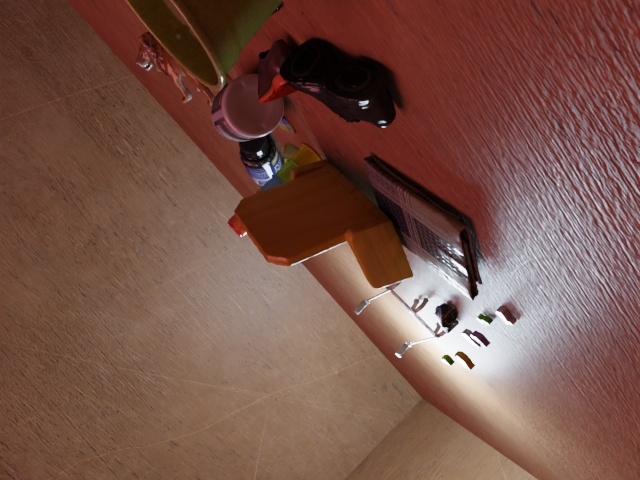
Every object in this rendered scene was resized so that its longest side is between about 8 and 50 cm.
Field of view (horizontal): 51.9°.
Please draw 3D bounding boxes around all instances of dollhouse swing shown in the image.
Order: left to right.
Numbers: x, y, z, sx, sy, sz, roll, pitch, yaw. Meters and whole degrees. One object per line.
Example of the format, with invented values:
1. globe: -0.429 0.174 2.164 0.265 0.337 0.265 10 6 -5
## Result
1. dollhouse swing: 0.000 0.000 1.725 0.347 0.305 0.315 48 170 46

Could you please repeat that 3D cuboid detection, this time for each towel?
1. towel: -0.103 -0.331 1.865 0.060 0.009 0.083 53 169 -32
2. towel: 0.243 -0.031 1.518 0.324 0.056 0.312 43 167 35

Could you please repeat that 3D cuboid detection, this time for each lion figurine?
1. lion figurine: -0.425 -0.556 2.062 0.392 0.142 0.240 12 139 50

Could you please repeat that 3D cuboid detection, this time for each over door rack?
1. over door rack: 0.279 0.246 2.216 0.239 0.108 0.324 46 150 1

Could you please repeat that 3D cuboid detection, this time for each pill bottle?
1. pill bottle: -0.208 -0.351 1.779 0.161 0.161 0.283 49 171 -16
2. pill bottle: -0.198 -0.274 2.179 0.123 0.123 0.219 43 170 22

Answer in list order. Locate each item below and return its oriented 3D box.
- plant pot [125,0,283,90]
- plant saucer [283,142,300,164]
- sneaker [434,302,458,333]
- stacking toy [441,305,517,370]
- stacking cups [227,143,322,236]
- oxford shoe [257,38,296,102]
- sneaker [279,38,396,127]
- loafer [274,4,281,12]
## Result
1. plant pot: -0.148 -0.412 0.976 0.276 0.254 0.276 46 171 9
2. plant saucer: -0.040 -0.201 2.053 0.241 0.037 0.241 46 171 10
3. sneaker: 0.366 0.225 1.972 0.073 0.063 0.162 45 171 28
4. stacking toy: 0.383 0.241 1.641 0.052 0.167 0.221 46 171 1
5. stacking cups: -0.134 -0.141 1.862 0.096 0.316 0.096 46 170 11
6. oxford shoe: -0.096 -0.376 1.470 0.098 0.096 0.271 68 163 -6
7. sneaker: 0.028 -0.282 1.226 0.286 0.109 0.130 40 175 43
8. loafer: -0.150 -0.491 1.243 0.170 0.061 0.062 48 172 -3
